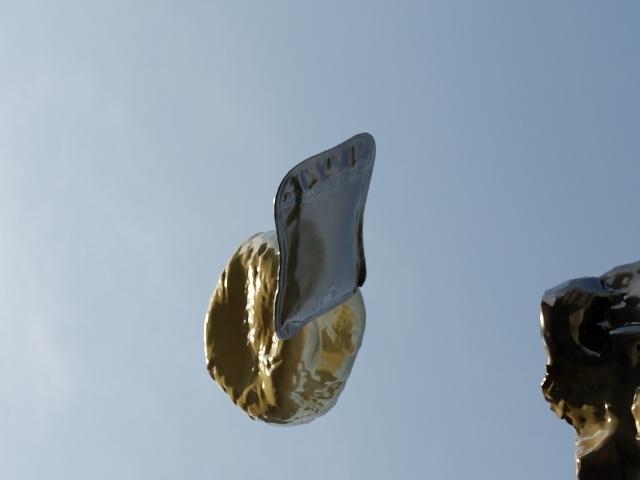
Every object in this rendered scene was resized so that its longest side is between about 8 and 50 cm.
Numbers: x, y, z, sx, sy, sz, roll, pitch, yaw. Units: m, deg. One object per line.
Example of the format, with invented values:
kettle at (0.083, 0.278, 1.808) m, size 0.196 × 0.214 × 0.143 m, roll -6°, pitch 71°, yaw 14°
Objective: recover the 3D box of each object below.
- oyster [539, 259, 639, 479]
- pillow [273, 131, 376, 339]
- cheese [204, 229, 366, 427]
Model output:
oyster at (0.260, 0.153, 0.630) m, size 0.221 × 0.096 × 0.361 m, roll -17°, pitch -125°, yaw 17°
pillow at (0.000, 0.000, 1.000) m, size 0.033 × 0.130 × 0.217 m, roll 36°, pitch -41°, yaw 32°
cheese at (-0.054, 0.104, 1.246) m, size 0.214 × 0.117 × 0.225 m, roll 20°, pitch -86°, yaw 48°
